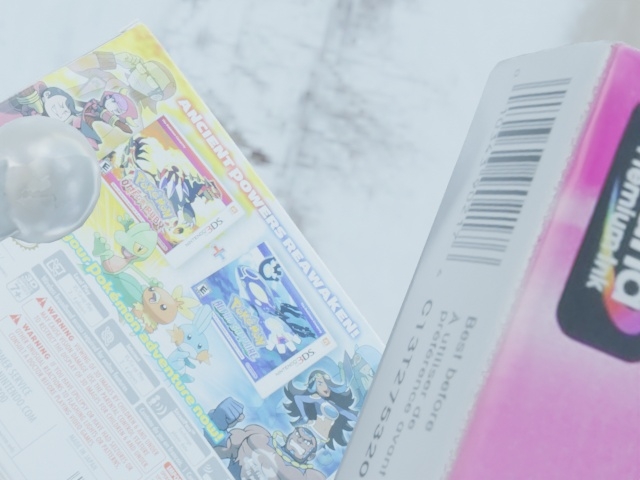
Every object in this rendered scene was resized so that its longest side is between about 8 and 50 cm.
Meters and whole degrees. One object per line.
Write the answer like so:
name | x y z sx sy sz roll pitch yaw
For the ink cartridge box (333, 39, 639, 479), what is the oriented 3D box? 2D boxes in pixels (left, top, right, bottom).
ink cartridge box | 0.173 0.112 0.380 0.176 0.371 0.069 -69 -163 -5

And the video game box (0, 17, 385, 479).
video game box | -0.081 0.034 0.730 0.187 0.205 0.048 -36 180 -39

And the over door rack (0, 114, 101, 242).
over door rack | 0.000 0.000 0.270 0.108 0.324 0.239 -105 -170 -70
